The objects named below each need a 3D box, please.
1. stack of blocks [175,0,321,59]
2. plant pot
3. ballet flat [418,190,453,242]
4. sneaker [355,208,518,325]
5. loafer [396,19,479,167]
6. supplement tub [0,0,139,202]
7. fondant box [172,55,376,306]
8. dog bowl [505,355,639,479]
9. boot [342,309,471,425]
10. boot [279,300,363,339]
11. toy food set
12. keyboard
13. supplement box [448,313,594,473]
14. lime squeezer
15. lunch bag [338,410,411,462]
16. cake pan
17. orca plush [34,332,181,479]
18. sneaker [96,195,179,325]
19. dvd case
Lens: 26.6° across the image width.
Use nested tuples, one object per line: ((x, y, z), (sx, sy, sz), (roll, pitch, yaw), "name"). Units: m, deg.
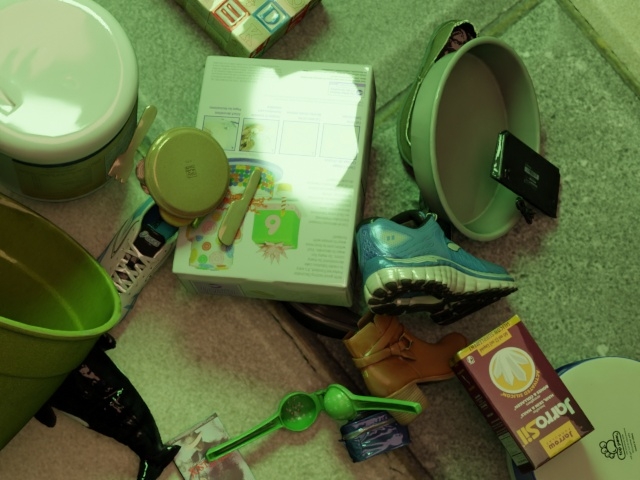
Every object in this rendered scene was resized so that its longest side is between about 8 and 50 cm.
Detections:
((-0.151, -0.420, 1.998), (0.297, 0.087, 0.171), (45, 75, 1), "stack of blocks")
((-0.492, 0.147, 1.675), (0.366, 0.366, 0.353), (31, 105, -3), "plant pot")
((0.170, -0.020, 1.985), (0.058, 0.049, 0.173), (-4, 95, -15), "ballet flat")
((0.161, 0.026, 1.877), (0.130, 0.330, 0.147), (-29, 66, 27), "sneaker")
((0.179, -0.224, 2.018), (0.094, 0.087, 0.251), (15, 76, -7), "loafer")
((-0.357, -0.178, 1.793), (0.228, 0.316, 0.228), (2, 78, -9), "supplement tub")
((-0.058, -0.085, 1.879), (0.238, 0.096, 0.330), (5, 70, 8), "fondant box")
((0.407, 0.300, 1.945), (0.265, 0.104, 0.264), (2, 78, -10), "dog bowl")
((0.124, 0.146, 1.901), (0.152, 0.073, 0.197), (54, 45, -9), "boot")
((0.000, 0.000, 1.940), (0.263, 0.091, 0.229), (30, 76, -1), "boot")
((-0.181, -0.086, 1.791), (0.192, 0.038, 0.132), (32, 72, -23), "toy food set")
((0.301, -0.082, 1.989), (0.180, 0.023, 0.108), (27, 66, -48), "keyboard")
((0.272, 0.211, 1.847), (0.104, 0.081, 0.188), (-32, 80, -11), "supplement box")
((-0.004, 0.235, 1.866), (0.310, 0.110, 0.058), (-14, 92, 17), "lime squeezer")
((0.073, 0.271, 1.910), (0.098, 0.067, 0.065), (-18, 82, -12), "lunch bag")
((0.222, -0.145, 1.947), (0.293, 0.054, 0.293), (-5, 96, -51), "cake pan")
((-0.318, 0.219, 1.818), (0.151, 0.102, 0.287), (-33, 92, 0), "orca plush")
((-0.260, 0.023, 1.892), (0.085, 0.086, 0.237), (34, 76, -4), "sneaker")
((-0.153, 0.313, 1.889), (0.087, 0.013, 0.119), (-30, 84, -14), "dvd case")
